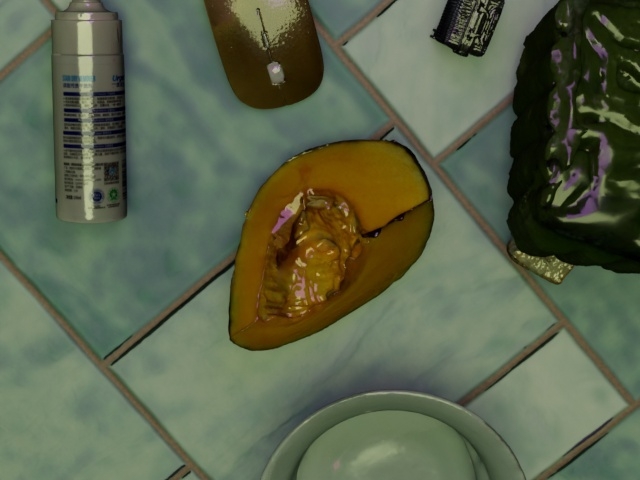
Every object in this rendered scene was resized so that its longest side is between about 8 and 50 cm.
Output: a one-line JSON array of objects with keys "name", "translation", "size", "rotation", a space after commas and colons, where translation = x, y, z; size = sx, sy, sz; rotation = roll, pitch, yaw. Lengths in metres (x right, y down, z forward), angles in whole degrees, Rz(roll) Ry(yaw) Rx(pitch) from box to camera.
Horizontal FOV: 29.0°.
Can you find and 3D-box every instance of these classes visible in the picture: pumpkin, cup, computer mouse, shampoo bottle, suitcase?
[{"name": "pumpkin", "translation": [0.000, 0.000, 1.575], "size": [0.312, 0.148, 0.169], "rotation": [-35, 58, 2]}, {"name": "cup", "translation": [0.088, 0.335, 1.600], "size": [0.347, 0.163, 0.347], "rotation": [0, 101, -1]}, {"name": "computer mouse", "translation": [-0.075, -0.284, 1.537], "size": [0.126, 0.056, 0.245], "rotation": [-14, 102, 3]}, {"name": "shampoo bottle", "translation": [-0.289, -0.177, 1.539], "size": [0.092, 0.092, 0.303], "rotation": [0, 101, 0]}, {"name": "suitcase", "translation": [0.178, -0.268, 1.502], "size": [0.059, 0.126, 0.086], "rotation": [19, 101, -5]}]

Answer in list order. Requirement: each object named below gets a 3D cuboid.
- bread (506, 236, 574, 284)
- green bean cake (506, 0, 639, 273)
[{"name": "bread", "translation": [0.287, 0.005, 1.583], "size": [0.083, 0.070, 0.076], "rotation": [32, 100, -8]}, {"name": "green bean cake", "translation": [0.396, -0.125, 1.457], "size": [0.319, 0.218, 0.335], "rotation": [5, 86, -4]}]
